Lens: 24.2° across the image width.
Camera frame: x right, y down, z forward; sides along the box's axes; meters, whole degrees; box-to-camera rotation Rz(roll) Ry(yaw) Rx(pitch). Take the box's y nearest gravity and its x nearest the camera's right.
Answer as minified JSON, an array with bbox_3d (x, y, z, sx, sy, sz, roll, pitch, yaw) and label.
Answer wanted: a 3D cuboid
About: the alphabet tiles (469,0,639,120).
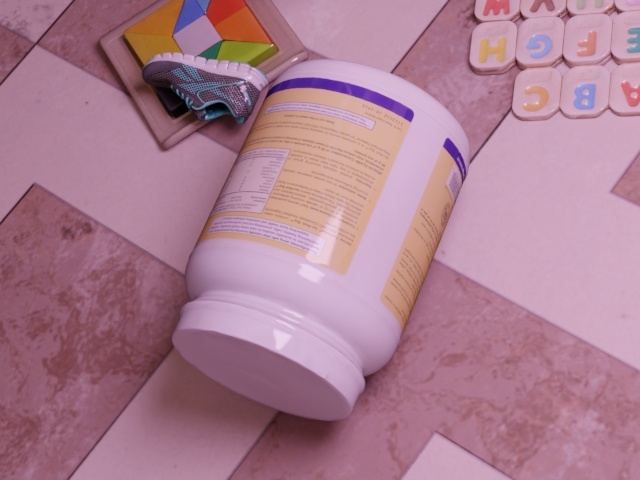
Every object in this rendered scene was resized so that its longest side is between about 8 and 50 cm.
[{"bbox_3d":[0.319,-0.265,1.769,0.284,0.021,0.278,-1,61,20],"label":"alphabet tiles"}]

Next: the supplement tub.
[{"bbox_3d":[0.000,0.000,1.598,0.241,0.241,0.331,13,66,27],"label":"supplement tub"}]

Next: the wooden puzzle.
[{"bbox_3d":[-0.158,-0.255,1.932,0.221,0.044,0.238,-33,54,0],"label":"wooden puzzle"}]

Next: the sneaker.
[{"bbox_3d":[-0.150,-0.185,1.841,0.166,0.065,0.076,9,74,22],"label":"sneaker"}]
